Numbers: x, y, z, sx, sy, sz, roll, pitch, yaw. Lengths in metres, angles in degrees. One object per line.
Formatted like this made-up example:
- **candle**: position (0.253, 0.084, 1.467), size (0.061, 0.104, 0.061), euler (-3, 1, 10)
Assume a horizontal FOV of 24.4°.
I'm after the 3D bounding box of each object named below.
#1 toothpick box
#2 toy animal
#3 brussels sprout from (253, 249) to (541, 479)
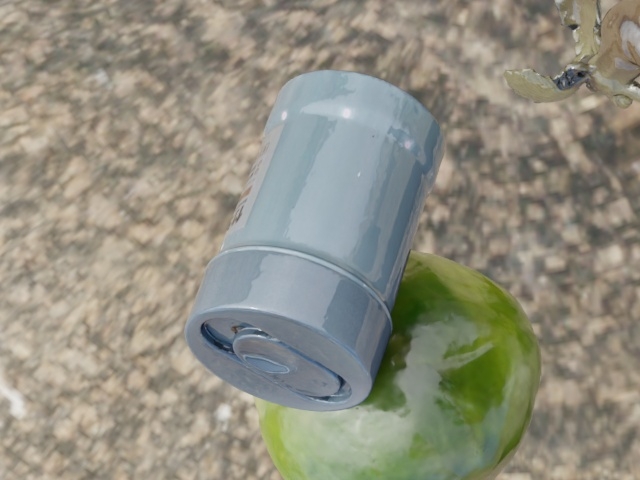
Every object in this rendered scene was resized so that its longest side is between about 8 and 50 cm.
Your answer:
- **toothpick box**: position (0.000, 0.000, 0.776), size (0.101, 0.153, 0.101), euler (14, 148, 9)
- **toy animal**: position (0.268, -0.172, 1.239), size (0.186, 0.094, 0.214), euler (40, 127, 19)
- **brussels sprout**: position (0.036, 0.082, 0.857), size (0.144, 0.181, 0.161), euler (29, 67, -35)
